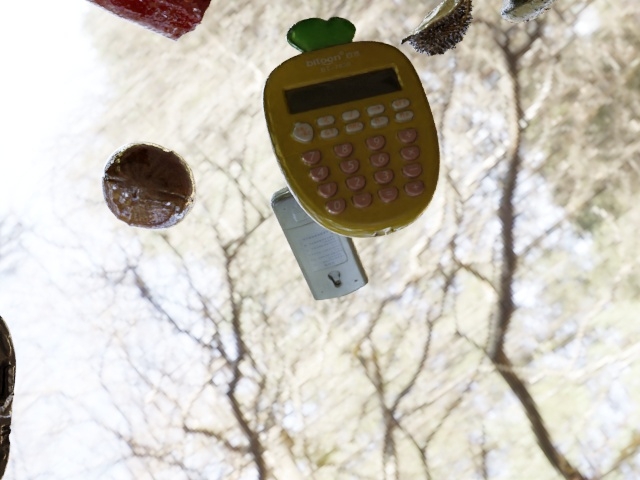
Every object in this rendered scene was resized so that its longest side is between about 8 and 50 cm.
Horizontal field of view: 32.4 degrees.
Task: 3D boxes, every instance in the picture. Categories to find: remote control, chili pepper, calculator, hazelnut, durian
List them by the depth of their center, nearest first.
[{"bbox_3d":[0.025,-0.106,0.976,0.032,0.146,0.235,85,171,-61],"label":"calculator"},{"bbox_3d":[-0.330,-0.417,1.640,0.338,0.134,0.131,16,-112,-33],"label":"chili pepper"},{"bbox_3d":[-0.262,-0.088,1.692,0.150,0.150,0.150,42,-158,-22],"label":"hazelnut"},{"bbox_3d":[0.189,-0.327,1.716,0.071,0.140,0.110,53,168,-7],"label":"durian"},{"bbox_3d":[0.000,0.000,1.729,0.038,0.098,0.234,-101,-10,-50],"label":"remote control"}]

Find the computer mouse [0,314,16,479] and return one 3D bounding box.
[{"bbox_3d":[-0.415,0.183,1.230,0.137,0.096,0.233,9,-97,-58],"label":"computer mouse"}]

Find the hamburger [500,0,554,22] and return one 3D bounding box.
[{"bbox_3d":[0.317,-0.401,1.585,0.113,0.185,0.177,46,-148,-11],"label":"hamburger"}]
